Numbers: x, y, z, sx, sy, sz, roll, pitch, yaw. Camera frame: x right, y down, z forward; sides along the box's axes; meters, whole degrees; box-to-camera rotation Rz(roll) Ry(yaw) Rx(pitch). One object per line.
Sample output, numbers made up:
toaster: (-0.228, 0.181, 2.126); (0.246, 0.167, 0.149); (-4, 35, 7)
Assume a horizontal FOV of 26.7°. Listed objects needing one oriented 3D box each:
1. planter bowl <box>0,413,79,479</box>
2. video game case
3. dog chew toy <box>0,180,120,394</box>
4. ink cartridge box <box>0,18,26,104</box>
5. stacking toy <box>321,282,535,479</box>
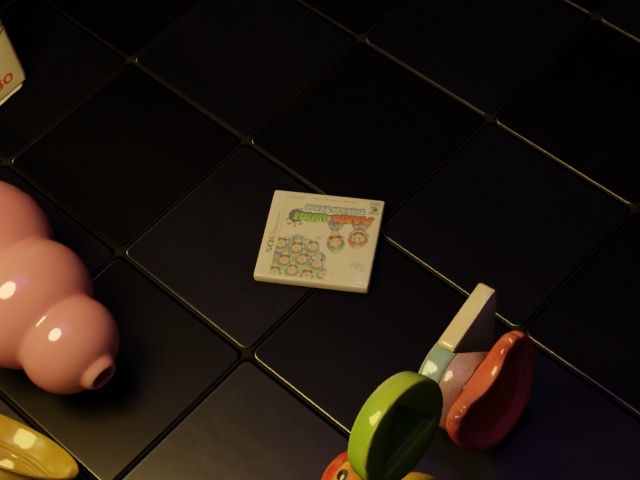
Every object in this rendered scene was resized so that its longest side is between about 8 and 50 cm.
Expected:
planter bowl: (-0.406, 0.275, 1.618); (0.217, 0.217, 0.090); (26, 93, 22)
video game case: (0.000, 0.000, 1.834); (0.157, 0.019, 0.143); (6, 57, 10)
dog chew toy: (-0.388, 0.070, 1.733); (0.332, 0.207, 0.206); (41, 69, 19)
ink cartridge box: (-0.570, -0.285, 1.933); (0.117, 0.283, 0.207); (31, 64, 28)
stacking toy: (0.101, 0.188, 1.552); (0.130, 0.279, 0.309); (27, 64, 34)
